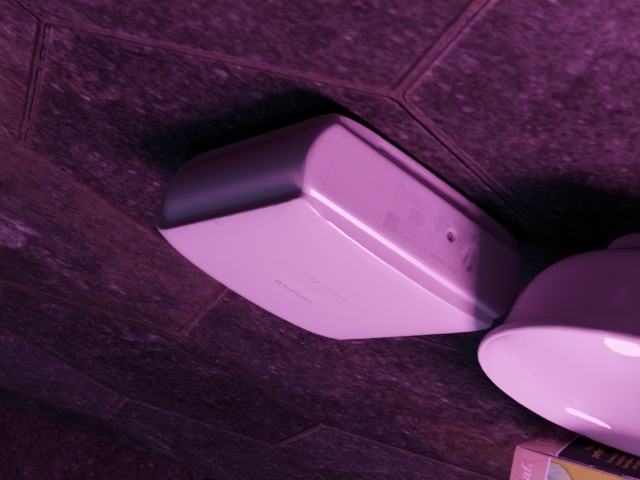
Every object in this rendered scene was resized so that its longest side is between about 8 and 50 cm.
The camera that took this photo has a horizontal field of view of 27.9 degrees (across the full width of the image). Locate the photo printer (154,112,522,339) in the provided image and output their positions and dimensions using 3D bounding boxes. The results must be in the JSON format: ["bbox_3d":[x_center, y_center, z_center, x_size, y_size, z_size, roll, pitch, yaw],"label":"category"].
[{"bbox_3d":[0.000,0.000,1.219,0.256,0.107,0.307,34,157,-28],"label":"photo printer"}]

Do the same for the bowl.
[{"bbox_3d":[0.292,0.084,1.091,0.297,0.134,0.298,19,160,7],"label":"bowl"}]

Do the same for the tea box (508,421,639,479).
[{"bbox_3d":[0.369,0.315,1.290,0.323,0.220,0.329,14,-171,25],"label":"tea box"}]
